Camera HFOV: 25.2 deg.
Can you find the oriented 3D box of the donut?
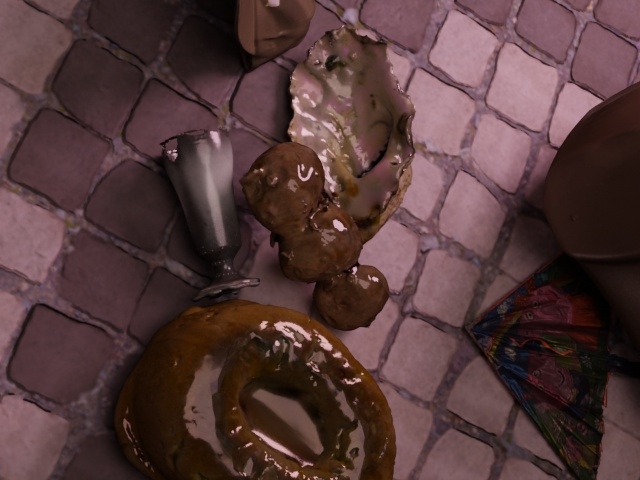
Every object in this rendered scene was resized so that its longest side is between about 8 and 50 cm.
[{"bbox_3d":[-0.049,0.166,1.309,0.261,0.128,0.209,36,66,-16],"label":"donut"}]

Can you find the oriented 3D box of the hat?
[{"bbox_3d":[-0.057,-0.264,1.374,0.144,0.173,0.166,-25,92,-20],"label":"hat"}]

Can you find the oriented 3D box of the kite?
[{"bbox_3d":[0.253,0.109,1.526,0.233,0.016,0.321,13,74,-21],"label":"kite"}]

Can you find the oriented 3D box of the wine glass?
[{"bbox_3d":[-0.103,-0.024,1.353,0.072,0.072,0.155,-10,84,-26],"label":"wine glass"}]

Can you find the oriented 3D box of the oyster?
[{"bbox_3d":[0.041,-0.110,1.442,0.132,0.072,0.209,-29,78,3],"label":"oyster"}]

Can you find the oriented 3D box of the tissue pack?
[{"bbox_3d":[0.434,-0.004,1.485,0.387,0.267,0.277,55,47,-9],"label":"tissue pack"}]

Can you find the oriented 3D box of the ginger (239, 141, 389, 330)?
[{"bbox_3d":[0.000,0.000,1.375,0.204,0.080,0.104,61,35,-15],"label":"ginger"}]
